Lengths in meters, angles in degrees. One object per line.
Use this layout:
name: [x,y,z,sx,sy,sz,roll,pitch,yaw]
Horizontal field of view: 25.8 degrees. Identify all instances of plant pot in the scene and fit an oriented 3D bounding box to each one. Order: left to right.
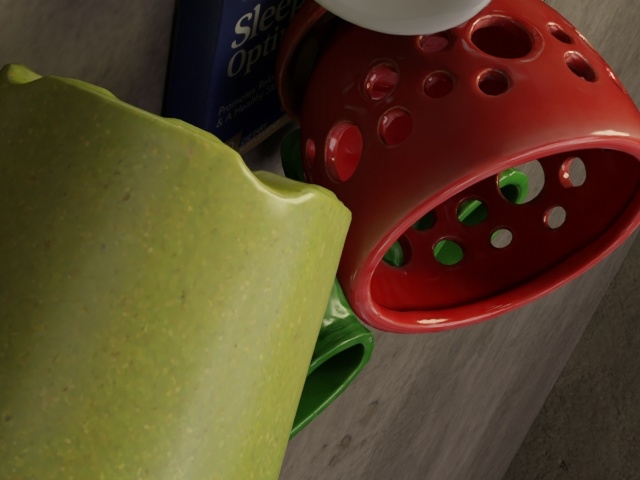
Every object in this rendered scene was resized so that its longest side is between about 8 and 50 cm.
plant pot: [-0.113,0.065,0.660,0.254,0.276,0.276,-66,161,-2]
plant pot: [0.075,-0.064,0.805,0.191,0.174,0.191,-17,149,-11]

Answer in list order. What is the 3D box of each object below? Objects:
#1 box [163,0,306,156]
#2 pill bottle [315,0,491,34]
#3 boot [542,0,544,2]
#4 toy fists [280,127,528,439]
box: [-0.029,-0.145,0.810,0.136,0.036,0.225,-40,154,-39]
pill bottle: [0.071,-0.227,0.729,0.130,0.130,0.246,101,13,-49]
boot: [0.082,-0.139,1.016,0.179,0.085,0.236,-60,160,20]
toy fists: [0.000,0.000,0.932,0.279,0.142,0.096,-45,154,-5]
